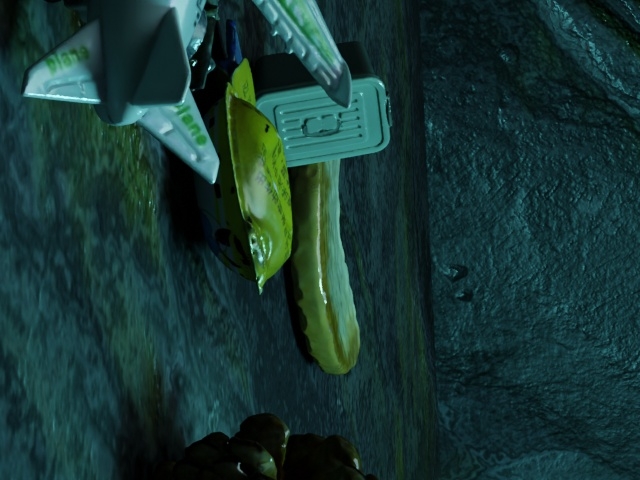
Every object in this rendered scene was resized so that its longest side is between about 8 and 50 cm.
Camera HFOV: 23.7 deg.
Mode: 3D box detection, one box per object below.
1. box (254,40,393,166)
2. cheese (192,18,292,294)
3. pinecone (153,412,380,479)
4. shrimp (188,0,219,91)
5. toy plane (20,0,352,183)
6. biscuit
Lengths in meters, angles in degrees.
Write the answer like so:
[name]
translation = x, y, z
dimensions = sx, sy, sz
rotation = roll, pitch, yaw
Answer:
[box]
translation = -0.003, -0.119, 1.307
dimensions = 0.069, 0.122, 0.084
rotation = -99, 180, -47
[cheese]
translation = -0.058, -0.062, 1.117
dimensions = 0.250, 0.064, 0.156
rotation = -95, 177, -48
[pinecone]
translation = -0.027, 0.201, 0.985
dimensions = 0.195, 0.150, 0.179
rotation = 56, 23, -81
[shrimp]
translation = -0.095, -0.214, 0.911
dimensions = 0.289, 0.075, 0.178
rotation = -80, 157, -46
[toy plane]
translation = -0.077, -0.166, 0.771
dimensions = 0.251, 0.101, 0.255
rotation = 26, 68, -39
[biscuit]
translation = 0.000, 0.000, 1.513
dimensions = 0.204, 0.040, 0.309
rotation = -66, 152, -70
